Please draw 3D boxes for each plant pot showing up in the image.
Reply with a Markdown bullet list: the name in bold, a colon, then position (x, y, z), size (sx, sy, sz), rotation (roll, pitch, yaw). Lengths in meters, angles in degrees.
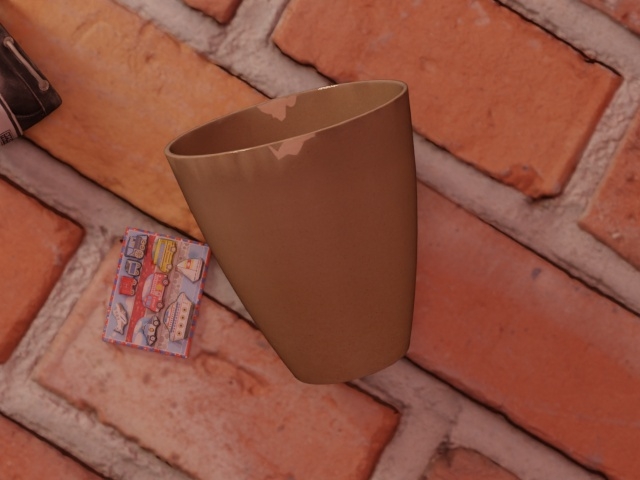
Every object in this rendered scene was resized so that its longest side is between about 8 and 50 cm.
- **plant pot**: position (0.000, 0.000, 1.676), size (0.257, 0.256, 0.274), rotation (-17, 104, -5)

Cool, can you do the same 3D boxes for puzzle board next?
- **puzzle board**: position (-0.178, 0.057, 1.759), size (0.096, 0.011, 0.128), rotation (12, 87, -3)

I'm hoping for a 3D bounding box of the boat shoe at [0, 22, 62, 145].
- **boat shoe**: position (-0.385, -0.252, 1.712), size (0.105, 0.113, 0.306), rotation (-35, 93, -11)
